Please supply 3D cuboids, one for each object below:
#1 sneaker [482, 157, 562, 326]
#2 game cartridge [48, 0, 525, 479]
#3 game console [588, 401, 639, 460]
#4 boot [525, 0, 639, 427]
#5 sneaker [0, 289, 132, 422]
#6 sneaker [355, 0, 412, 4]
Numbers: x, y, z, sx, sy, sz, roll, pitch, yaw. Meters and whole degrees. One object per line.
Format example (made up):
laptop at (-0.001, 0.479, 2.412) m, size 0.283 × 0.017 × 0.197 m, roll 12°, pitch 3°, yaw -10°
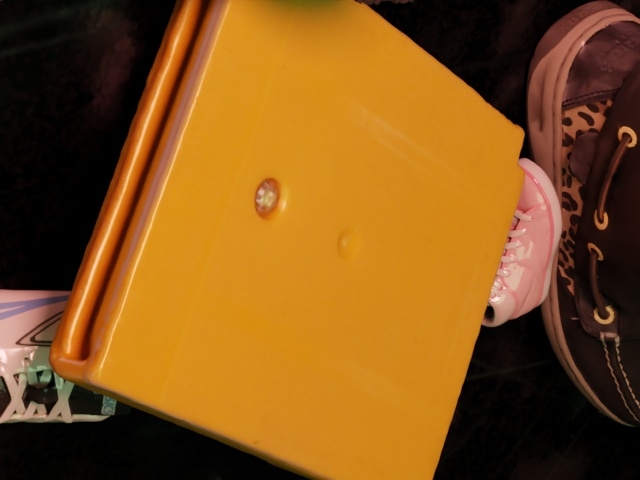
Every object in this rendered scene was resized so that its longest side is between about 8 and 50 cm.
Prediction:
sneaker at (0.137, 0.008, 1.208) m, size 0.070 × 0.051 × 0.134 m, roll -28°, pitch 135°, yaw -30°
game cartridge at (0.000, 0.000, 1.032) m, size 0.323 × 0.052 × 0.285 m, roll 31°, pitch 73°, yaw -47°
game console at (0.392, 0.051, 1.453) m, size 0.213 × 0.044 × 0.361 m, roll 32°, pitch 95°, yaw -46°
boot at (0.294, 0.030, 1.174) m, size 0.138 × 0.284 × 0.377 m, roll -28°, pitch 125°, yaw -24°
sneaker at (-0.166, 0.075, 0.977) m, size 0.237 × 0.086 × 0.085 m, roll -11°, pitch 124°, yaw -33°
sneaker at (-0.051, -0.193, 0.887) m, size 0.271 × 0.108 × 0.100 m, roll 5°, pitch 126°, yaw -16°
